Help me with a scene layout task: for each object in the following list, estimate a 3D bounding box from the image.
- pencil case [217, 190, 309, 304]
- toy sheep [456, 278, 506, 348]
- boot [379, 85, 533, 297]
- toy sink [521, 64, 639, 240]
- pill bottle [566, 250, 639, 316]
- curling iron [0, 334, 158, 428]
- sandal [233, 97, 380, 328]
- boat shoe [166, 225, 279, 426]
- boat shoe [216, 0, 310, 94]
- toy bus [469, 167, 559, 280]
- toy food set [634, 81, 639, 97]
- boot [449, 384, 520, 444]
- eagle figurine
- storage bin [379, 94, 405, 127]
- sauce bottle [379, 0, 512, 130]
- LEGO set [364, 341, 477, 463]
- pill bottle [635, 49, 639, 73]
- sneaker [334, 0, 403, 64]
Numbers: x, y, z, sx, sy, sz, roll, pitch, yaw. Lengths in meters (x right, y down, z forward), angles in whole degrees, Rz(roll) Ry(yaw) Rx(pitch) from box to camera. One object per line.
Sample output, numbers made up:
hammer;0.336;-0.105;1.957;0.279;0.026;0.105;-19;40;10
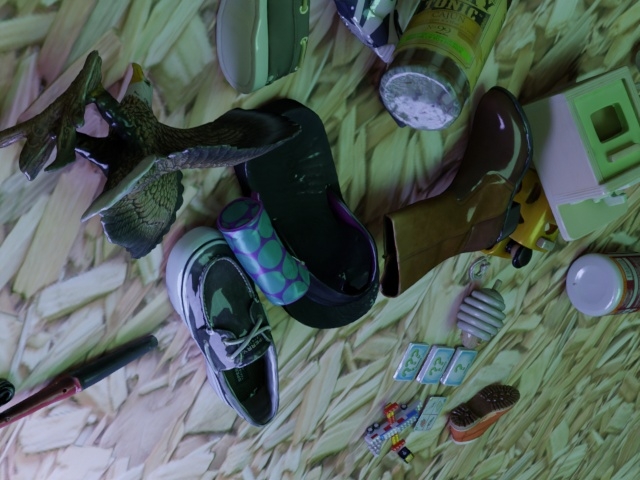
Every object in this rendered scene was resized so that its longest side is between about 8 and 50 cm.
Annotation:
pencil case;-0.072;0.013;1.473;0.070;0.064;0.152;-44;129;-16
toy sheep;0.281;0.127;1.966;0.091;0.091;0.132;24;87;-50
boot;0.186;-0.076;1.686;0.280;0.096;0.264;-23;132;-36
toy sink;0.437;-0.135;1.787;0.152;0.131;0.234;-24;95;-30
pill bottle;0.585;0.082;2.195;0.221;0.121;0.121;-1;120;-44
curling iron;-0.324;0.177;1.446;0.274;0.035;0.068;-19;131;-34
sandal;-0.002;0.001;1.568;0.167;0.107;0.446;-41;140;-13
boat shoe;-0.110;0.123;1.546;0.121;0.119;0.335;-35;137;-19
boat shoe;-0.054;-0.311;1.282;0.091;0.109;0.305;-22;139;-32
toy bus;0.347;-0.021;1.896;0.191;0.104;0.202;-34;138;-21
toy food set;0.535;-0.179;1.937;0.128;0.071;0.218;-11;147;-18
boot;0.315;0.337;2.185;0.158;0.059;0.085;-24;138;-18
eagle figurine;-0.180;-0.097;1.261;0.298;0.226;0.225;29;77;-46
storage bin;0.137;-0.200;1.535;0.091;0.098;0.135;-37;180;-2
sauce bottle;0.178;-0.290;1.432;0.111;0.111;0.344;71;35;-46
LEGO set;0.179;0.300;2.021;0.182;0.060;0.244;11;112;-44
pill bottle;0.613;-0.328;1.935;0.152;0.086;0.086;-31;137;-23
sneaker;0.085;-0.328;1.409;0.153;0.094;0.235;-44;131;3
